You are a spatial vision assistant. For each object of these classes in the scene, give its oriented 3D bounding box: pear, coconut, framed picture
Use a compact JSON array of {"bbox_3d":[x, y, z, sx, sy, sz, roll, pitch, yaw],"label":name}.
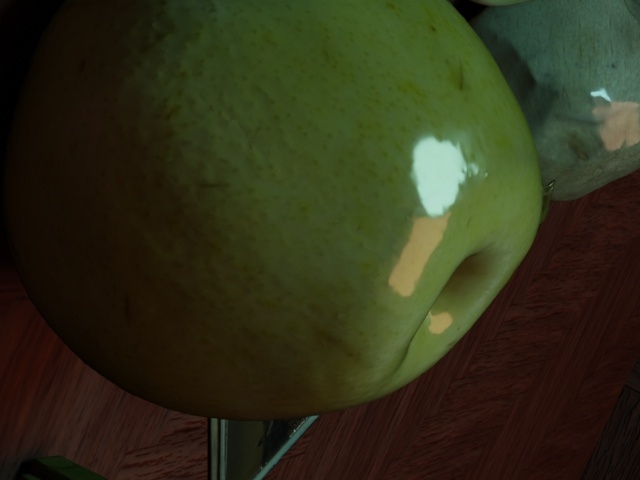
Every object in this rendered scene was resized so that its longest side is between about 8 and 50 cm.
[{"bbox_3d":[-0.030,-0.035,0.986,0.309,0.309,0.309,-48,154,-33],"label":"pear"},{"bbox_3d":[0.218,-0.153,1.532,0.224,0.224,0.224,-48,154,-33],"label":"coconut"},{"bbox_3d":[-0.040,0.132,1.522,0.197,0.014,0.252,-45,152,-37],"label":"framed picture"}]

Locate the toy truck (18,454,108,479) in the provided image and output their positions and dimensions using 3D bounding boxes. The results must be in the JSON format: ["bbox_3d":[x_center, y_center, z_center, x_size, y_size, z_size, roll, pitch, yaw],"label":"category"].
[{"bbox_3d":[-0.210,0.286,1.169,0.127,0.127,0.257,1,114,-59],"label":"toy truck"}]

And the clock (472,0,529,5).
[{"bbox_3d":[0.188,-0.368,1.324,0.286,0.117,0.348,-22,134,-59],"label":"clock"}]
